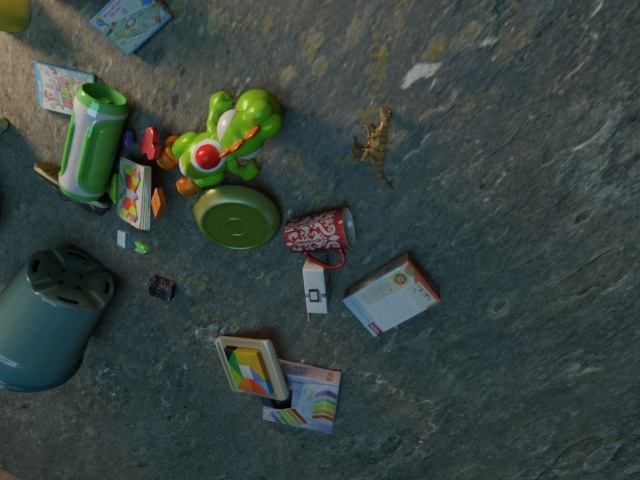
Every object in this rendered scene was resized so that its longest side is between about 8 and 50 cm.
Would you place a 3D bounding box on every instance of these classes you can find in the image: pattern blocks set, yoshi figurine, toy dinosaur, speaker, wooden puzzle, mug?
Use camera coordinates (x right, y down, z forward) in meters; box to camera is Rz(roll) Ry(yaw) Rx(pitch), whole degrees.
[{"bbox_3d":[-0.498,-0.127,1.134,0.285,0.026,0.325,5,99,41],"label":"pattern blocks set"},{"bbox_3d":[-0.225,-0.253,1.053,0.362,0.203,0.203,-19,72,34],"label":"yoshi figurine"},{"bbox_3d":[0.133,-0.213,1.038,0.112,0.064,0.212,3,118,7],"label":"toy dinosaur"},{"bbox_3d":[-0.597,-0.250,1.113,0.131,0.131,0.297,29,120,-5],"label":"speaker"},{"bbox_3d":[-0.232,0.421,1.395,0.238,0.044,0.221,-7,106,33],"label":"wooden puzzle"},{"bbox_3d":[-0.003,-0.006,1.131,0.169,0.151,0.113,-7,153,19],"label":"mug"}]

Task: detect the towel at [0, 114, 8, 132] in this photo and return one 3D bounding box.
[{"bbox_3d":[-1.082,-0.305,1.070,0.374,0.321,0.090,10,116,6],"label":"towel"}]

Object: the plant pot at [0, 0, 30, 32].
[{"bbox_3d":[-0.784,-0.564,1.007,0.134,0.095,0.134,4,118,8],"label":"plant pot"}]

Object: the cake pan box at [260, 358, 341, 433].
[{"bbox_3d":[-0.071,0.534,1.462,0.266,0.070,0.246,11,116,6],"label":"cake pan box"}]

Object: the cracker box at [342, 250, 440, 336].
[{"bbox_3d":[0.201,0.156,1.215,0.232,0.067,0.156,-34,106,23],"label":"cracker box"}]

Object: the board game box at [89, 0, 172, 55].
[{"bbox_3d":[-0.436,-0.515,0.981,0.154,0.026,0.103,-27,138,22],"label":"board game box"}]

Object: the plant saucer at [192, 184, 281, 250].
[{"bbox_3d":[-0.228,-0.046,1.158,0.240,0.037,0.241,0,138,0],"label":"plant saucer"}]

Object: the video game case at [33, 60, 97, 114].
[{"bbox_3d":[-0.668,-0.393,1.120,0.166,0.015,0.119,14,119,3],"label":"video game case"}]

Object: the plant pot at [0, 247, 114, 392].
[{"bbox_3d":[-0.837,0.222,1.313,0.341,0.341,0.334,38,109,-10],"label":"plant pot"}]

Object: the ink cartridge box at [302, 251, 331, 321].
[{"bbox_3d":[-0.006,0.135,1.221,0.060,0.104,0.180,0,118,9],"label":"ink cartridge box"}]

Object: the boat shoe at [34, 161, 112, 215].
[{"bbox_3d":[-0.718,-0.143,1.223,0.223,0.080,0.073,30,113,-11],"label":"boat shoe"}]

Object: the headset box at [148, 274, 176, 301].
[{"bbox_3d":[-0.505,0.155,1.364,0.083,0.032,0.062,20,119,2],"label":"headset box"}]
